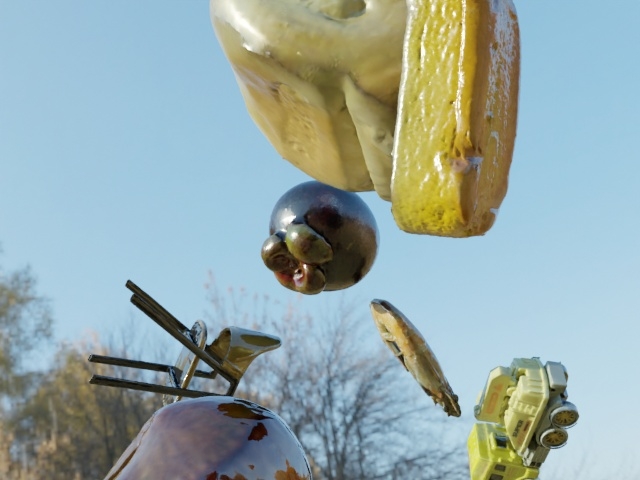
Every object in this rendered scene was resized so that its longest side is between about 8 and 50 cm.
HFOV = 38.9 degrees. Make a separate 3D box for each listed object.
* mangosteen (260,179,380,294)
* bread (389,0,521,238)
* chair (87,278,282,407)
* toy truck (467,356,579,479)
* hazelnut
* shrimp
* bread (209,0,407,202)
[{"bbox_3d":[0.000,0.000,1.526,0.210,0.210,0.210,-11,-25,-5],"label":"mangosteen"},{"bbox_3d":[0.112,-0.124,0.753,0.094,0.245,0.102,3,-4,25],"label":"bread"},{"bbox_3d":[-0.204,0.173,1.373,0.247,0.172,0.159,28,-3,-15],"label":"chair"},{"bbox_3d":[0.337,0.323,1.584,0.157,0.124,0.272,11,-56,-3],"label":"toy truck"},{"bbox_3d":[-0.081,0.206,0.685,0.178,0.178,0.204,-9,3,-9],"label":"hazelnut"},{"bbox_3d":[0.163,0.205,1.575,0.052,0.251,0.143,-30,0,-16],"label":"shrimp"},{"bbox_3d":[0.047,-0.223,1.150,0.253,0.348,0.376,-56,-21,-14],"label":"bread"}]
